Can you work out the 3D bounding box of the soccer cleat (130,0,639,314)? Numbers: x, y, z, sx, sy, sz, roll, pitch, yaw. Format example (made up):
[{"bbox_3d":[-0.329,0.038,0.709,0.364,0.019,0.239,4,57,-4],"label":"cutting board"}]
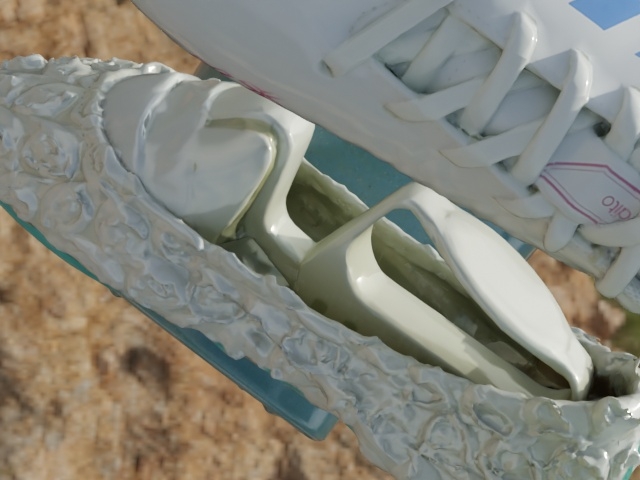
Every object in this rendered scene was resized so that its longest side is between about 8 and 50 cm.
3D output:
[{"bbox_3d":[0.087,-0.047,0.504,0.331,0.116,0.143,15,44,-25],"label":"soccer cleat"}]

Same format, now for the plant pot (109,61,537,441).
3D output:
[{"bbox_3d":[0.001,-0.020,1.005,0.255,0.272,0.272,-52,126,-6],"label":"plant pot"}]

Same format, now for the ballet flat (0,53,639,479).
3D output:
[{"bbox_3d":[0.000,0.000,0.777,0.409,0.147,0.147,35,55,5],"label":"ballet flat"}]
